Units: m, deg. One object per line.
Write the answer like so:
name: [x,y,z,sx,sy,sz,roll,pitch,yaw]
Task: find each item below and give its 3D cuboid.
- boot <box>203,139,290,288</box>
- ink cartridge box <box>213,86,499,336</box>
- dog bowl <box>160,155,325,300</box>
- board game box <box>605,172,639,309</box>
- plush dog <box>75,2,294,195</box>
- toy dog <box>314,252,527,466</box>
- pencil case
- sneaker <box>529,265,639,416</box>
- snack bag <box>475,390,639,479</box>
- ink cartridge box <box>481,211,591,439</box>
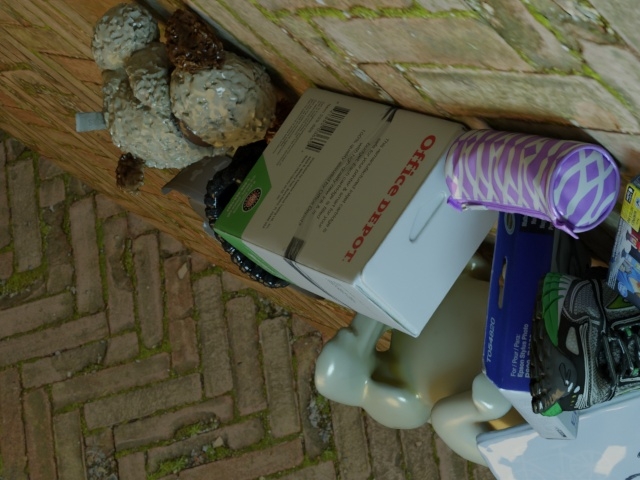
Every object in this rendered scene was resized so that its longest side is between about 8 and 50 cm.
boot: [-0.003,0.003,1.996,0.348,0.131,0.260,36,-165,-8]
ink cartridge box: [0.045,-0.038,1.641,0.121,0.211,0.289,41,169,-35]
dog bowl: [-0.109,-0.032,2.588,0.349,0.102,0.349,34,171,6]
board game box: [0.353,0.042,1.323,0.194,0.060,0.194,45,163,23]
plush dog: [-0.157,-0.171,1.846,0.225,0.210,0.262,-15,139,42]
toy dog: [0.253,0.189,1.856,0.408,0.284,0.395,21,155,31]
pencil case: [0.194,-0.058,1.403,0.086,0.088,0.206,39,169,-24]
sneaker: [0.302,0.092,1.472,0.146,0.134,0.343,6,-168,27]
snack bag: [0.380,0.301,1.694,0.323,0.037,0.342,-23,113,30]
ink cartridge box: [0.235,0.075,1.563,0.045,0.223,0.224,-2,156,26]
